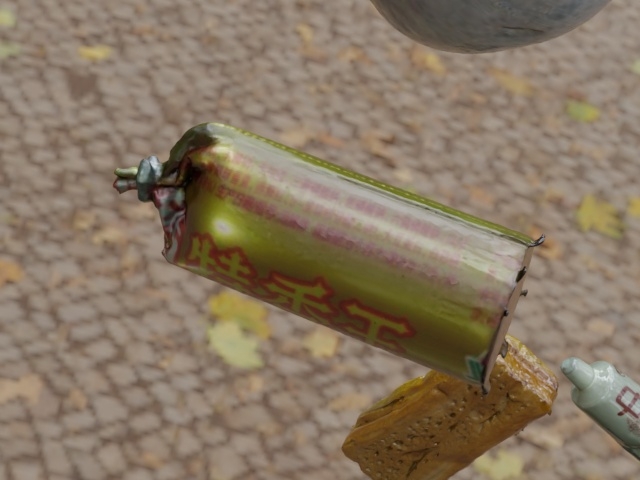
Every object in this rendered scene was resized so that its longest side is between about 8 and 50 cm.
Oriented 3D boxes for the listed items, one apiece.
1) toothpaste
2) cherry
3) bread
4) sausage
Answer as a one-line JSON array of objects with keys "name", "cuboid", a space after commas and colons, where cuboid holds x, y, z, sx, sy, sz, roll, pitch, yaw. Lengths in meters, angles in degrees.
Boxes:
[{"name": "toothpaste", "cuboid": [0.250, 0.148, 1.274, 0.233, 0.060, 0.038, 38, -17, -28]}, {"name": "cherry", "cuboid": [0.154, -0.281, 1.468, 0.218, 0.296, 0.255, 15, 49, -45]}, {"name": "bread", "cuboid": [0.154, 0.209, 2.066, 0.139, 0.271, 0.077, 40, 37, -11]}, {"name": "sausage", "cuboid": [0.000, -0.001, 1.282, 0.317, 0.125, 0.117, 21, 45, 3]}]
